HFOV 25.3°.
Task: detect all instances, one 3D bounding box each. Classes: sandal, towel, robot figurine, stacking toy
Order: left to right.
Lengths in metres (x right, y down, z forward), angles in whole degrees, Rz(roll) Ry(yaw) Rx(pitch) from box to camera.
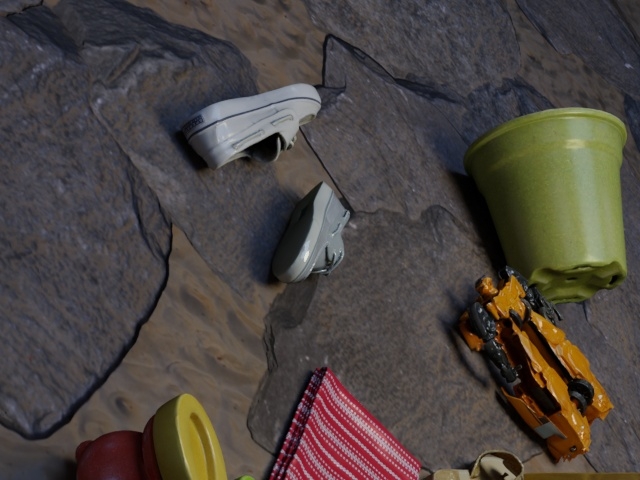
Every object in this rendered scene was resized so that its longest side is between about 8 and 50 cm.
[{"bbox_3d":[-0.129,0.336,1.378,0.279,0.130,0.309,57,18,-55],"label":"stacking toy"},{"bbox_3d":[0.034,0.288,1.685,0.199,0.031,0.275,46,30,-14],"label":"towel"},{"bbox_3d":[0.231,0.315,1.885,0.240,0.079,0.088,4,55,-54],"label":"sandal"},{"bbox_3d":[0.314,0.179,2.135,0.291,0.085,0.211,53,35,-2],"label":"robot figurine"}]

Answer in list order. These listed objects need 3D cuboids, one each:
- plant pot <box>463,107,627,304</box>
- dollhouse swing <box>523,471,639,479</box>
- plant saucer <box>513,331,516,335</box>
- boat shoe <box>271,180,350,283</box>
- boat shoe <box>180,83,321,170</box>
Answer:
[{"bbox_3d":[0.389,-0.041,2.343,0.276,0.276,0.254,18,56,-45],"label":"plant pot"},{"bbox_3d":[0.479,0.496,1.950,0.347,0.315,0.305,22,68,-43],"label":"dollhouse swing"},{"bbox_3d":[0.293,0.127,2.242,0.083,0.013,0.083,35,35,-29],"label":"plant saucer"},{"bbox_3d":[-0.001,0.000,1.891,0.081,0.079,0.227,41,28,-12],"label":"boat shoe"},{"bbox_3d":[-0.077,-0.148,1.930,0.267,0.096,0.088,-18,78,-58],"label":"boat shoe"}]
